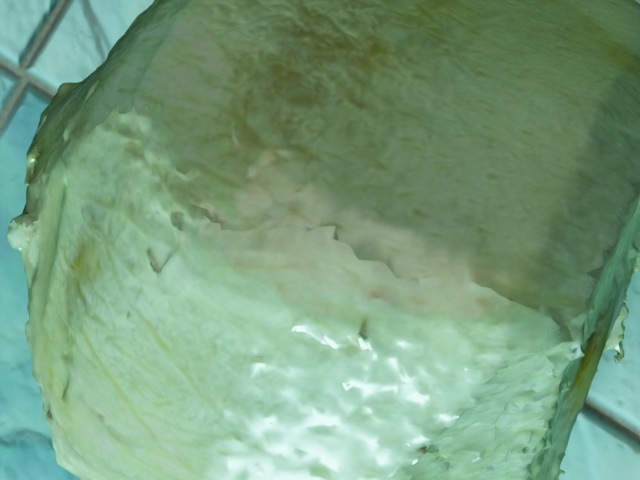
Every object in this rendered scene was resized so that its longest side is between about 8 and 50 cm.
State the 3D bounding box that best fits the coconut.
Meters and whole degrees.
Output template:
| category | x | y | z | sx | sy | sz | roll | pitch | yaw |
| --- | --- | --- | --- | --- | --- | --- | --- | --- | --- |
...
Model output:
| category | x | y | z | sx | sy | sz | roll | pitch | yaw |
| --- | --- | --- | --- | --- | --- | --- | --- | --- | --- |
| coconut | 0.000 | 0.000 | 0.747 | 0.404 | 0.404 | 0.404 | -2 | 83 | 17 |
